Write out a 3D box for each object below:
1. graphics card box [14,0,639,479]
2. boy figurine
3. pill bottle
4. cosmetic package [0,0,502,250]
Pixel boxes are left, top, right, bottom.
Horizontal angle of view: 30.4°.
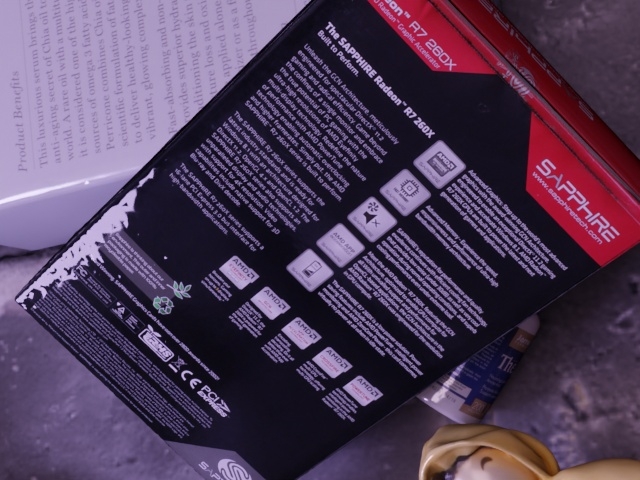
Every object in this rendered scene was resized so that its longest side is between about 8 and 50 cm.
[{"bbox_3d":[0.000,0.000,0.765,0.233,0.094,0.371,44,119,-9],"label":"graphics card box"},{"bbox_3d":[0.181,0.208,0.736,0.285,0.092,0.177,44,111,20],"label":"boy figurine"},{"bbox_3d":[0.115,0.067,0.841,0.067,0.067,0.120,33,95,24],"label":"pill bottle"},{"bbox_3d":[-0.094,-0.150,0.912,0.453,0.161,0.230,-11,78,20],"label":"cosmetic package"}]
